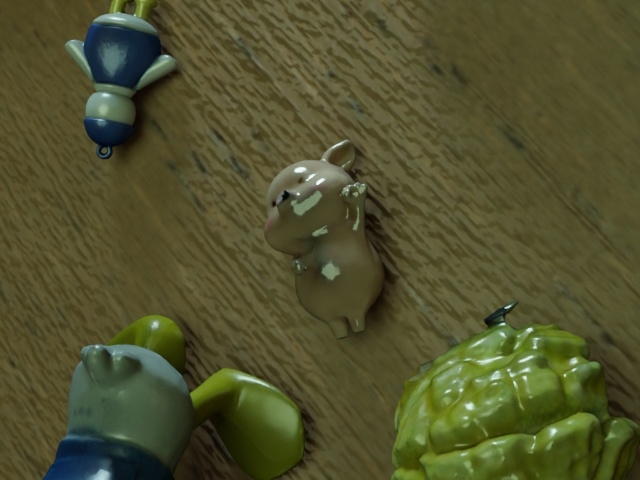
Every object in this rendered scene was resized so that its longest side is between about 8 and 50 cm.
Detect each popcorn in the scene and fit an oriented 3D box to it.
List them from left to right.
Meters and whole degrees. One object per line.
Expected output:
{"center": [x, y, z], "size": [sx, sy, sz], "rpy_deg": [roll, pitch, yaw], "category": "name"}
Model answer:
{"center": [0.126, 0.124, 0.825], "size": [0.142, 0.173, 0.173], "rpy_deg": [42, 102, 2], "category": "popcorn"}

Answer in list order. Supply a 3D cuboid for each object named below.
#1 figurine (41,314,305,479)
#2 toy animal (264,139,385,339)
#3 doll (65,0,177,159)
{"center": [-0.180, 0.210, 0.862], "size": [0.204, 0.338, 0.283], "rpy_deg": [5, 95, 29], "category": "figurine"}
{"center": [0.002, 0.002, 0.945], "size": [0.083, 0.089, 0.150], "rpy_deg": [-14, 72, 1], "category": "toy animal"}
{"center": [-0.171, -0.139, 1.057], "size": [0.099, 0.057, 0.143], "rpy_deg": [9, 87, 6], "category": "doll"}
